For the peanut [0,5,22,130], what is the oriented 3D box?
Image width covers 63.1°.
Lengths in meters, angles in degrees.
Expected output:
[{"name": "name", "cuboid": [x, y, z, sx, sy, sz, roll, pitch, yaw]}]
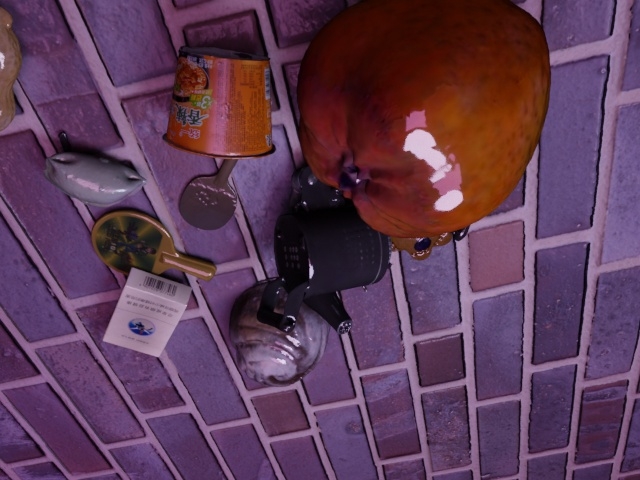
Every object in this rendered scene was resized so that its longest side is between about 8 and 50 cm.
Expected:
[{"name": "peanut", "cuboid": [-0.655, -0.333, 1.027, 0.117, 0.101, 0.263, 10, 125, -34]}]

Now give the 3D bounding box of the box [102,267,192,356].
[{"name": "box", "cuboid": [-0.467, 0.198, 1.399, 0.164, 0.069, 0.256, 22, 128, -18]}]

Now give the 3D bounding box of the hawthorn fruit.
[{"name": "hawthorn fruit", "cuboid": [0.187, -0.243, 0.967, 0.472, 0.472, 0.471, -2, 124, -3]}]

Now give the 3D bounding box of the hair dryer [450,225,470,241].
[{"name": "hair dryer", "cuboid": [0.355, -0.031, 1.322, 0.083, 0.031, 0.079, -7, 130, -54]}]

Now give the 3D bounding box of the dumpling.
[{"name": "dumpling", "cuboid": [-0.508, -0.135, 1.185, 0.217, 0.149, 0.104, 9, 85, -17]}]

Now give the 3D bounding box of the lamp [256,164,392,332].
[{"name": "lamp", "cuboid": [0.029, 0.031, 1.218, 0.272, 0.205, 0.374, 12, 84, -24]}]

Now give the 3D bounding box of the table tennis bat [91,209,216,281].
[{"name": "table tennis bat", "cuboid": [-0.420, 0.029, 1.326, 0.321, 0.050, 0.198, 23, 122, -14]}]

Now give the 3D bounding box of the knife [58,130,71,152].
[{"name": "knife", "cuboid": [-0.575, -0.171, 1.197, 0.023, 0.010, 0.170, -1, 126, -4]}]

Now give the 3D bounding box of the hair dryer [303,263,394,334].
[{"name": "hair dryer", "cuboid": [0.085, 0.110, 1.348, 0.272, 0.235, 0.091, -26, 134, -17]}]

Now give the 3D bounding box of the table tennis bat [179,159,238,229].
[{"name": "table tennis bat", "cuboid": [-0.253, -0.118, 1.251, 0.131, 0.022, 0.234, 25, 121, -18]}]

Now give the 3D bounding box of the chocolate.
[{"name": "chocolate", "cuboid": [-0.106, 0.278, 1.414, 0.303, 0.213, 0.303, -1, 124, -1]}]

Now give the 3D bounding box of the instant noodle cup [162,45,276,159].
[{"name": "instant noodle cup", "cuboid": [-0.194, -0.278, 1.035, 0.230, 0.230, 0.182, 5, 115, -7]}]

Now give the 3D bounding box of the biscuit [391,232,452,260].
[{"name": "biscuit", "cuboid": [0.226, -0.042, 1.325, 0.236, 0.039, 0.180, 39, 115, -24]}]
